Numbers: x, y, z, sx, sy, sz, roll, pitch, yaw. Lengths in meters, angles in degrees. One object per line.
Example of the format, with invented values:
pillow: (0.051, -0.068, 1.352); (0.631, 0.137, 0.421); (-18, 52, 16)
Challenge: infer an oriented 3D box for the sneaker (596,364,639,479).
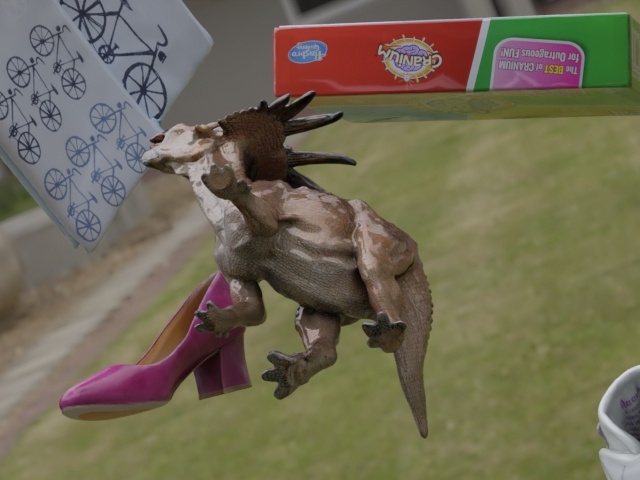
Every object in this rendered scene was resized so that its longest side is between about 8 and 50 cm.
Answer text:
sneaker: (0.210, 0.135, 0.993); (0.114, 0.152, 0.305); (-36, -23, -15)

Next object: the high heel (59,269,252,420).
high heel: (-0.153, 0.095, 1.774); (0.082, 0.117, 0.244); (-17, -6, 43)

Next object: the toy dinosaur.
toy dinosaur: (0.000, 0.000, 1.417); (0.127, 0.295, 0.200); (-50, 2, 32)

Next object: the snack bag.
snack bag: (-0.251, -0.212, 1.983); (0.037, 0.323, 0.342); (-11, 35, 39)

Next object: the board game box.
board game box: (0.144, -0.154, 1.781); (0.316, 0.064, 0.242); (0, -2, 19)
